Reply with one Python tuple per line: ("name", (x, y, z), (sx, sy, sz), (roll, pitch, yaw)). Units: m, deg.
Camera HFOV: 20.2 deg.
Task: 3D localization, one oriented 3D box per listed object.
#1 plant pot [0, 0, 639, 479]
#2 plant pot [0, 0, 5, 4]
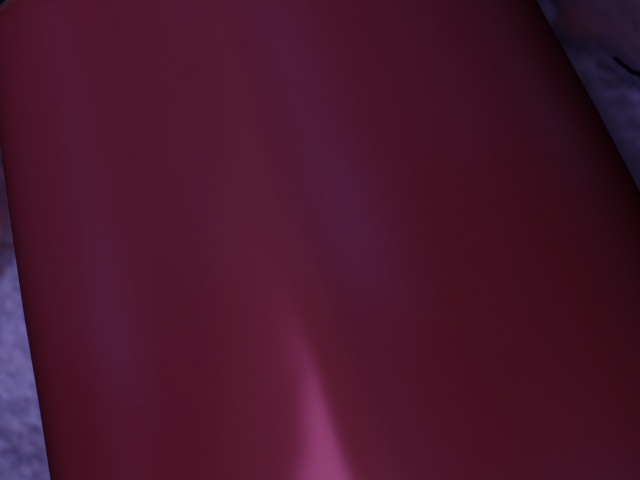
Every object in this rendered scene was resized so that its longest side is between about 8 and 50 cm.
("plant pot", (0.000, 0.000, 0.697), (0.275, 0.275, 0.243), (-17, 93, 24))
("plant pot", (-0.226, -0.174, 0.741), (0.212, 0.187, 0.212), (-3, 108, 21))
